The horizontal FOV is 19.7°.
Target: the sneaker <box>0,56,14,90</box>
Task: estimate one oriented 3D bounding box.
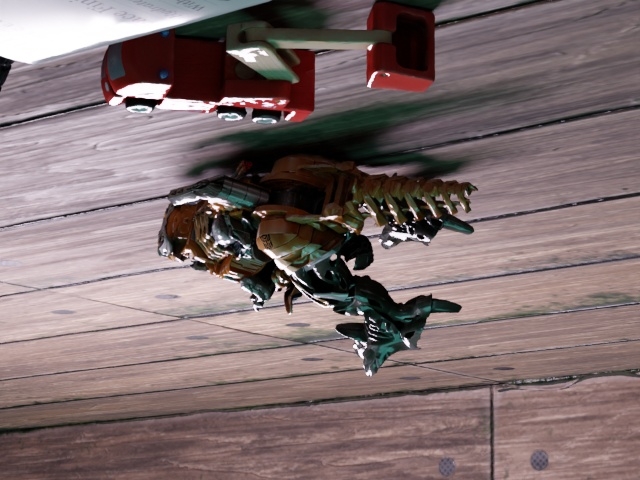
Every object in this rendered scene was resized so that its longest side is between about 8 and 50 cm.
[{"bbox_3d":[-0.210,-0.147,1.018,0.097,0.084,0.235,24,166,0],"label":"sneaker"}]

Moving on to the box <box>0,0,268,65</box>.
[{"bbox_3d":[-0.111,-0.171,0.594,0.119,0.182,0.181,-10,165,35],"label":"box"}]

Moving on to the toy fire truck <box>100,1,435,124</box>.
[{"bbox_3d":[-0.036,-0.115,1.179,0.192,0.047,0.135,4,167,-17],"label":"toy fire truck"}]

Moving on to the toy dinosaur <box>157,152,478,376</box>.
[{"bbox_3d":[0.000,0.000,1.515,0.218,0.164,0.322,29,175,-34],"label":"toy dinosaur"}]
